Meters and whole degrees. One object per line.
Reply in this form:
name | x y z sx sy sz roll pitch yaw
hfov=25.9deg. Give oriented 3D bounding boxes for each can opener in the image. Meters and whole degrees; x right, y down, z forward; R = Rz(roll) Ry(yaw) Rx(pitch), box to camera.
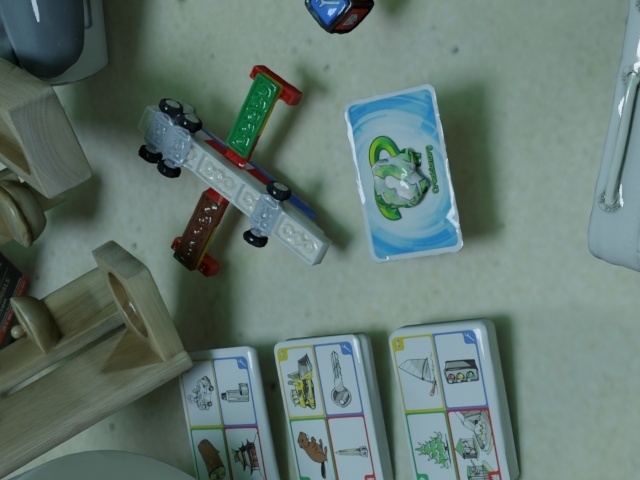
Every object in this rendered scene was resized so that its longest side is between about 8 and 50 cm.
can opener | -0.156 -0.224 0.766 0.095 0.076 0.283 -18 77 59

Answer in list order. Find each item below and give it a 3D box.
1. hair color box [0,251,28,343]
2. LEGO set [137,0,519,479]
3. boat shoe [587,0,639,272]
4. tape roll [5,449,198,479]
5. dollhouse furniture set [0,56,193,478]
hair color box | -0.266 0.033 0.799 0.167 0.053 0.093 15 73 16
LEGO set | 0.000 0.000 0.681 0.182 0.060 0.244 -9 93 34
boat shoe | 0.153 -0.116 0.550 0.088 0.096 0.267 7 98 30
tape roll | -0.130 0.235 0.621 0.169 0.246 0.246 -26 72 30
dollhouse furniture set | -0.170 0.009 0.692 0.144 0.123 0.151 30 145 56
